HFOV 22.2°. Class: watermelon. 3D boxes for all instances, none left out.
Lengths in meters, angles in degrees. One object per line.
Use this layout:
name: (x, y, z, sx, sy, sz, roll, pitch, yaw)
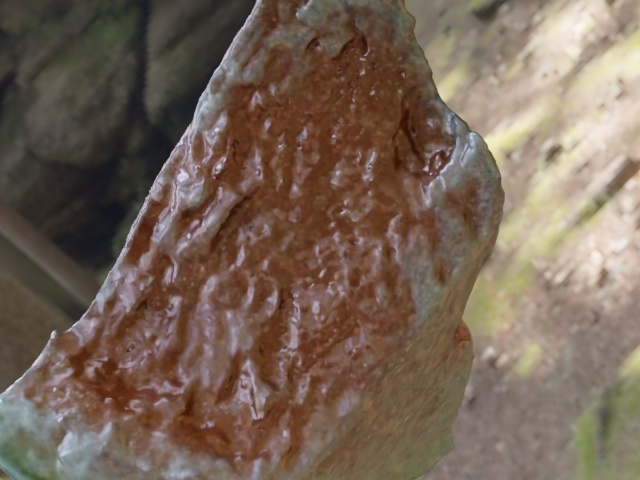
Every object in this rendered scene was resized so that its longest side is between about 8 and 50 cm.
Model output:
watermelon: (0.002, 0.008, 0.440, 0.158, 0.098, 0.121, -61, -15, 8)
